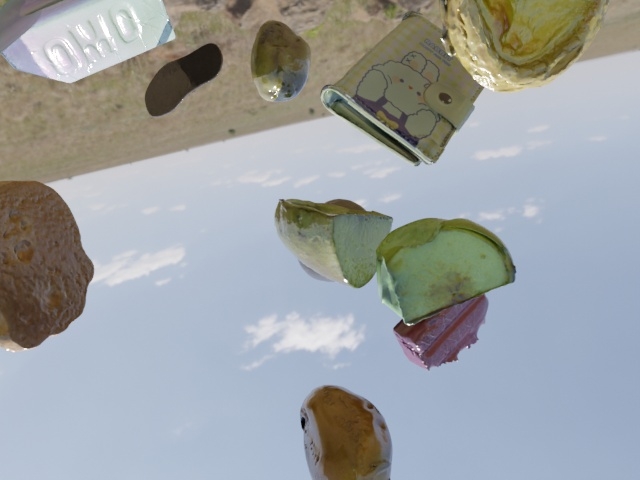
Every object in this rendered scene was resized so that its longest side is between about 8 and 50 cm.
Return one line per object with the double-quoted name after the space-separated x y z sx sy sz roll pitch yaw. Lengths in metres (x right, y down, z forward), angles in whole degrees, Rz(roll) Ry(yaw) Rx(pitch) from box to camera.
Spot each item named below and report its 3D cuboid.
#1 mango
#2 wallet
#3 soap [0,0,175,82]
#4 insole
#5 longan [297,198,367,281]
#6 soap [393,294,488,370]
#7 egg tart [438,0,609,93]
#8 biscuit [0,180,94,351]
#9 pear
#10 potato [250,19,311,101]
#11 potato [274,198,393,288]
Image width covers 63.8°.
0.041 0.331 0.849 0.151 0.156 0.248 -27 -167 -5 "mango"
0.166 -0.274 0.919 0.310 0.223 0.077 -52 -179 -34 "wallet"
-0.520 -0.479 1.132 0.346 0.115 0.208 -27 164 -10 "soap"
-0.336 -0.382 1.230 0.327 0.111 0.007 -12 -177 41 "insole"
0.052 0.003 1.755 0.299 0.301 0.243 -9 156 14 "longan"
0.398 0.259 1.633 0.324 0.220 0.127 -40 -147 -15 "soap"
0.283 -0.351 0.728 0.278 0.279 0.095 -16 -153 -11 "egg tart"
-0.674 0.044 1.185 0.062 0.366 0.385 -15 -159 11 "biscuit"
0.248 0.034 1.162 0.286 0.177 0.282 -23 -170 4 "pear"
-0.099 -0.436 1.260 0.154 0.201 0.137 13 155 -28 "potato"
0.000 0.000 1.463 0.279 0.213 0.330 16 -171 33 "potato"
